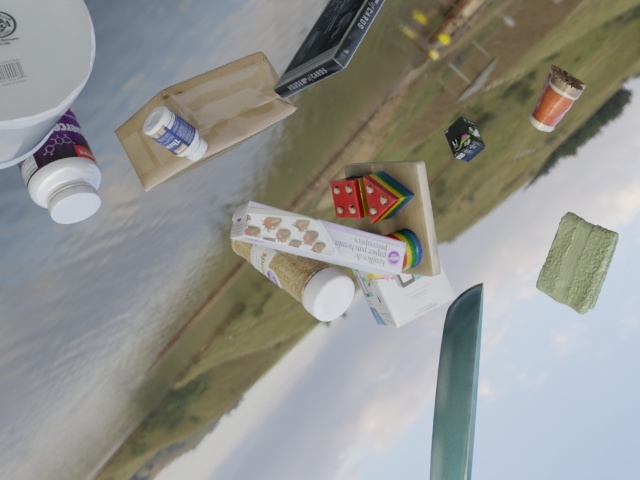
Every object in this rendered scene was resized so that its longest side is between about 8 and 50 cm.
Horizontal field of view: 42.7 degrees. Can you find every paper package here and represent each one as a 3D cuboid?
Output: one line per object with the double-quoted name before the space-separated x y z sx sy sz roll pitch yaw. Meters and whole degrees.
"paper package" -0.271 -0.274 1.896 0.310 0.168 0.325 -31 -173 -34

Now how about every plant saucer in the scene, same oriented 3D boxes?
"plant saucer" 0.163 0.206 0.975 0.317 0.044 0.317 5 90 -77

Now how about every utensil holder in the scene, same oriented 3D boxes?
"utensil holder" -0.598 -0.316 1.462 0.327 0.327 0.385 -48 -164 -24

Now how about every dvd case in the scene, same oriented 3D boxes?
"dvd case" 0.032 -0.338 1.279 0.179 0.030 0.238 -12 -135 57

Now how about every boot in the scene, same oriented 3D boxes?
"boot" 0.341 -0.207 1.197 0.084 0.059 0.158 -62 170 26

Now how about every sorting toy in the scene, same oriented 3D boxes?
"sorting toy" 0.135 -0.044 1.851 0.089 0.257 0.256 -17 -168 -34

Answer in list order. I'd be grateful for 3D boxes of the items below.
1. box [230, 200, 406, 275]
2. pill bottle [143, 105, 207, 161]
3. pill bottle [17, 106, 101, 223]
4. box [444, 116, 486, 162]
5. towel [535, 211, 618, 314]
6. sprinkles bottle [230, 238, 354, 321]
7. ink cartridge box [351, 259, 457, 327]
"box" 0.000 0.000 1.456 0.067 0.324 0.063 -8 -110 62
"pill bottle" -0.284 -0.207 1.614 0.067 0.120 0.067 -28 -136 31
"pill bottle" -0.666 -0.207 2.056 0.182 0.322 0.181 -25 157 -11
"box" 0.341 -0.239 1.936 0.052 0.083 0.062 13 139 -38
"towel" 0.419 0.037 1.341 0.027 0.110 0.148 0 113 -47
"sprinkles bottle" -0.073 0.059 1.970 0.121 0.355 0.121 -23 130 -31
"ink cartridge box" 0.213 0.079 2.299 0.197 0.270 0.198 -26 -178 -12
